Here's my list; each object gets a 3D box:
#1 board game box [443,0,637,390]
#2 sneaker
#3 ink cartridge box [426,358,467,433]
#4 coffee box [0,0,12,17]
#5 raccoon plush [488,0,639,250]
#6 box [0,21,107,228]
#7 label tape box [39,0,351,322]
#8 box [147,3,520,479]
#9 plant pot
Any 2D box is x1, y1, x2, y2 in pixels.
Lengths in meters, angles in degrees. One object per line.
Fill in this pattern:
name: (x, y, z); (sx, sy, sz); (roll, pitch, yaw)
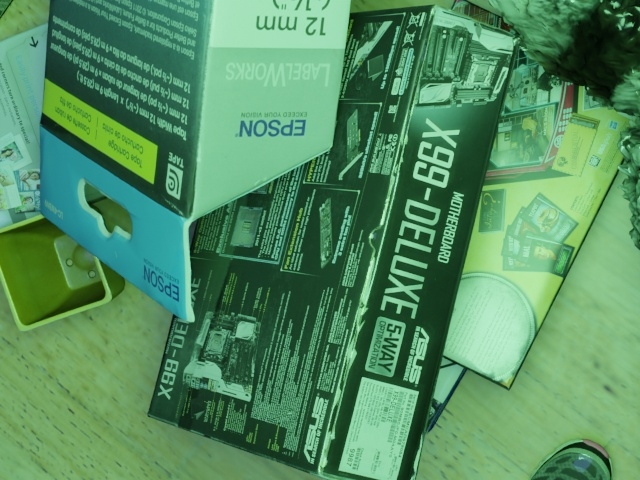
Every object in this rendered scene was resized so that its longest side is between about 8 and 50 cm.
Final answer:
board game box: (0.119, -0.035, 1.226); (0.165, 0.042, 0.243); (27, 88, 8)
sneaker: (0.160, 0.225, 1.249); (0.063, 0.075, 0.170); (38, 102, 7)
ink cartridge box: (0.019, 0.053, 1.281); (0.207, 0.046, 0.097); (31, 99, 9)
coffee box: (-0.249, -0.328, 1.269); (0.168, 0.119, 0.297); (39, 101, 5)
raccoon plush: (0.232, 0.022, 1.159); (0.446, 0.216, 0.299); (39, 106, 12)
box: (-0.218, -0.093, 1.326); (0.186, 0.038, 0.145); (-20, 91, 15)
label tape box: (-0.089, -0.150, 1.140); (0.115, 0.249, 0.347); (-5, 110, -31)
box: (0.000, 0.000, 1.142); (0.077, 0.242, 0.307); (17, 84, -32)
plant pot: (-0.198, 0.017, 1.307); (0.082, 0.083, 0.081); (-19, 90, 13)
